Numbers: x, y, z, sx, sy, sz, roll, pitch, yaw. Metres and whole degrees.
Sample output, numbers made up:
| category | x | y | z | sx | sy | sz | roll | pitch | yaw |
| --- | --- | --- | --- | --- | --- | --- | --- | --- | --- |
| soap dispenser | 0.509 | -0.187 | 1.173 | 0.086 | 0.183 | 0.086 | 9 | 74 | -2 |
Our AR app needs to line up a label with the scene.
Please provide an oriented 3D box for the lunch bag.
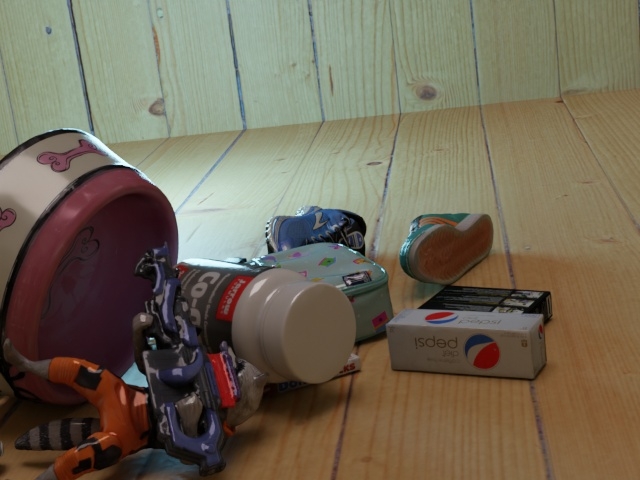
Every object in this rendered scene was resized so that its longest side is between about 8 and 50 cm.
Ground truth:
| category | x | y | z | sx | sy | sz | roll | pitch | yaw |
| --- | --- | --- | --- | --- | --- | --- | --- | --- | --- |
| lunch bag | -0.021 | 0.090 | 1.921 | 0.224 | 0.108 | 0.279 | -12 | 16 | -18 |

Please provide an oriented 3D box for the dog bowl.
| category | x | y | z | sx | sy | sz | roll | pitch | yaw |
| --- | --- | --- | --- | --- | --- | --- | --- | --- | --- |
| dog bowl | -0.357 | 0.055 | 1.721 | 0.150 | 0.408 | 0.408 | 20 | 26 | 23 |

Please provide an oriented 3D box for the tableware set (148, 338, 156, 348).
| category | x | y | z | sx | sy | sz | roll | pitch | yaw |
| --- | --- | --- | --- | --- | --- | --- | --- | --- | --- |
| tableware set | -0.331 | 0.172 | 1.935 | 0.141 | 0.020 | 0.168 | 7 | 20 | 36 |

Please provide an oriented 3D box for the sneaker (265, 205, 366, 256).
| category | x | y | z | sx | sy | sz | roll | pitch | yaw |
| --- | --- | --- | --- | --- | --- | --- | --- | --- | --- |
| sneaker | 0.000 | 0.000 | 2.201 | 0.147 | 0.130 | 0.330 | -4 | 15 | 21 |

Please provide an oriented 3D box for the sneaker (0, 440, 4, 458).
| category | x | y | z | sx | sy | sz | roll | pitch | yaw |
| --- | --- | --- | --- | --- | --- | --- | --- | --- | --- |
| sneaker | -0.511 | 0.278 | 1.516 | 0.215 | 0.083 | 0.084 | -10 | 14 | -17 |

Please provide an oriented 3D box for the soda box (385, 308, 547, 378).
| category | x | y | z | sx | sy | sz | roll | pitch | yaw |
| --- | --- | --- | --- | --- | --- | --- | --- | --- | --- |
| soda box | 0.205 | 0.144 | 1.687 | 0.216 | 0.074 | 0.069 | 1 | 17 | 29 |

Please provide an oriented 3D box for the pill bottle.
| category | x | y | z | sx | sy | sz | roll | pitch | yaw |
| --- | --- | --- | --- | --- | --- | --- | --- | --- | --- |
| pill bottle | -0.097 | 0.113 | 1.682 | 0.161 | 0.161 | 0.283 | -21 | 17 | -40 |

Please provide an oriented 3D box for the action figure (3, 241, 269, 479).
| category | x | y | z | sx | sy | sz | roll | pitch | yaw |
| --- | --- | --- | --- | --- | --- | --- | --- | --- | --- |
| action figure | -0.233 | 0.181 | 1.534 | 0.330 | 0.178 | 0.341 | -3 | 52 | -9 |

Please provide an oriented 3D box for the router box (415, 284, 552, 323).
| category | x | y | z | sx | sy | sz | roll | pitch | yaw |
| --- | --- | --- | --- | --- | --- | --- | --- | --- | --- |
| router box | 0.246 | 0.113 | 1.830 | 0.179 | 0.046 | 0.133 | 2 | 19 | 32 |

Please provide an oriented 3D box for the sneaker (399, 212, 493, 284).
| category | x | y | z | sx | sy | sz | roll | pitch | yaw |
| --- | --- | --- | --- | --- | --- | --- | --- | --- | --- |
| sneaker | 0.198 | 0.013 | 2.123 | 0.121 | 0.108 | 0.302 | 1 | 9 | 31 |

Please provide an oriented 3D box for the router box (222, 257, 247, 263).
| category | x | y | z | sx | sy | sz | roll | pitch | yaw |
| --- | --- | --- | --- | --- | --- | --- | --- | --- | --- |
| router box | -0.164 | 0.089 | 2.019 | 0.038 | 0.092 | 0.122 | 1 | 17 | 29 |

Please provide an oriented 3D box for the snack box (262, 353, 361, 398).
| category | x | y | z | sx | sy | sz | roll | pitch | yaw |
| --- | --- | --- | --- | --- | --- | --- | --- | --- | --- |
| snack box | -0.034 | 0.191 | 1.720 | 0.178 | 0.022 | 0.064 | -14 | 16 | -23 |
